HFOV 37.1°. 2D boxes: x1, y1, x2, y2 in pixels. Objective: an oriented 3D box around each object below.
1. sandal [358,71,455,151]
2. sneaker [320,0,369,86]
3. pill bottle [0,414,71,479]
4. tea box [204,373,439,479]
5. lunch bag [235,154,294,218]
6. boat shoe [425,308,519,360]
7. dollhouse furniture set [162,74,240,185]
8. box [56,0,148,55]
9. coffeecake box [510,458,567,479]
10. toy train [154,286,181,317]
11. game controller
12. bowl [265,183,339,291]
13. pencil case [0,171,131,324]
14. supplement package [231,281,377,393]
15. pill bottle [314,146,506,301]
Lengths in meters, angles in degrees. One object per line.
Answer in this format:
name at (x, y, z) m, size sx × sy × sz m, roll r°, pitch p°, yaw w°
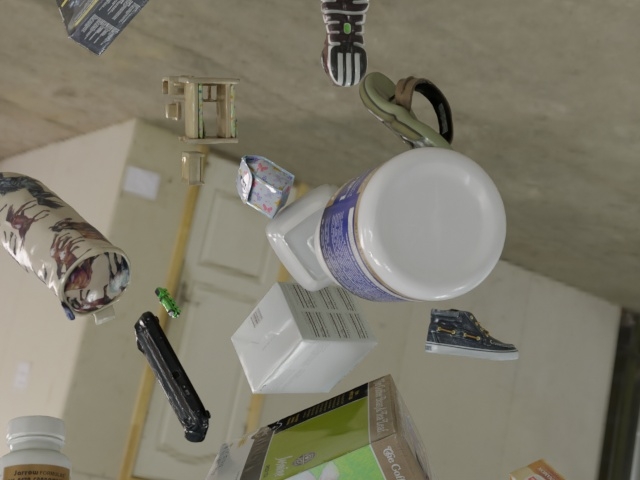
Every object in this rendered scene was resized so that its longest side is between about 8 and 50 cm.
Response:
sandal at (0.138, -0.166, 1.281) m, size 0.120 × 0.086 × 0.303 m, roll 38°, pitch -170°, yaw -26°
sneaker at (0.037, -0.453, 1.993) m, size 0.107 × 0.281 × 0.162 m, roll 4°, pitch 179°, yaw -12°
pill bottle at (-0.514, 0.437, 1.704) m, size 0.131 × 0.229 × 0.131 m, roll -4°, pitch 153°, yaw -2°
tea box at (0.010, 0.393, 1.445) m, size 0.324 × 0.219 × 0.329 m, roll -25°, pitch -176°, yaw 6°
lunch bag at (-0.090, -0.084, 1.442) m, size 0.083 × 0.053 × 0.071 m, roll 34°, pitch 141°, yaw 8°
boat shoe at (0.281, 0.171, 1.731) m, size 0.183 × 0.083 × 0.065 m, roll 8°, pitch 177°, yaw -17°
dollhouse furniture set at (-0.211, -0.200, 1.694) m, size 0.101 × 0.181 × 0.161 m, roll -4°, pitch -167°, yaw -25°
box at (-0.425, -0.641, 2.070) m, size 0.097 × 0.395 × 0.318 m, roll 30°, pitch -157°, yaw -43°
coffeecake box at (0.362, 0.457, 1.470) m, size 0.068 × 0.185 × 0.142 m, roll -18°, pitch -150°, yaw -19°
toy train at (-0.273, 0.110, 1.700) m, size 0.024 × 0.017 × 0.083 m, roll 15°, pitch -158°, yaw -39°
game controller at (-0.347, 0.320, 2.223) m, size 0.067 × 0.319 × 0.166 m, roll -25°, pitch 157°, yaw -18°
bowl at (0.000, 0.000, 1.460) m, size 0.142 × 0.142 × 0.053 m, roll 55°, pitch -175°, yaw -10°
pencil case at (-0.558, 0.005, 1.947) m, size 0.160 × 0.183 × 0.410 m, roll -16°, pitch -142°, yaw -42°
supplement package at (-0.035, 0.202, 1.961) m, size 0.203 × 0.149 × 0.194 m, roll 7°, pitch 136°, yaw -40°
pill bottle at (0.083, -0.007, 1.044) m, size 0.153 × 0.153 × 0.265 m, roll 15°, pitch 172°, yaw -12°
